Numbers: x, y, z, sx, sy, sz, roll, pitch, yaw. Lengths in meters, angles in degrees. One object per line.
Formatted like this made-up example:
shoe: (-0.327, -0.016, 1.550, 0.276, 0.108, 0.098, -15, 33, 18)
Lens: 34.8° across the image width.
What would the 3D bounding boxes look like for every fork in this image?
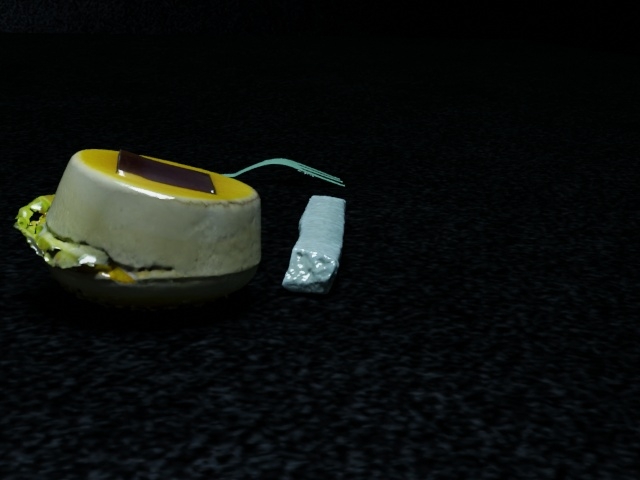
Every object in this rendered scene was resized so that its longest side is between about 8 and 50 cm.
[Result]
fork: (-0.095, -0.063, 0.917, 0.235, 0.021, 0.039, 1, 12, -8)

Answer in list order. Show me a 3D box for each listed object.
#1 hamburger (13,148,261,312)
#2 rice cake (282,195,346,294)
hamburger: (-0.103, -0.004, 0.593, 0.141, 0.081, 0.126, 8, 13, -29)
rice cake: (-0.001, 0.000, 0.692, 0.033, 0.029, 0.171, 9, 17, 1)
